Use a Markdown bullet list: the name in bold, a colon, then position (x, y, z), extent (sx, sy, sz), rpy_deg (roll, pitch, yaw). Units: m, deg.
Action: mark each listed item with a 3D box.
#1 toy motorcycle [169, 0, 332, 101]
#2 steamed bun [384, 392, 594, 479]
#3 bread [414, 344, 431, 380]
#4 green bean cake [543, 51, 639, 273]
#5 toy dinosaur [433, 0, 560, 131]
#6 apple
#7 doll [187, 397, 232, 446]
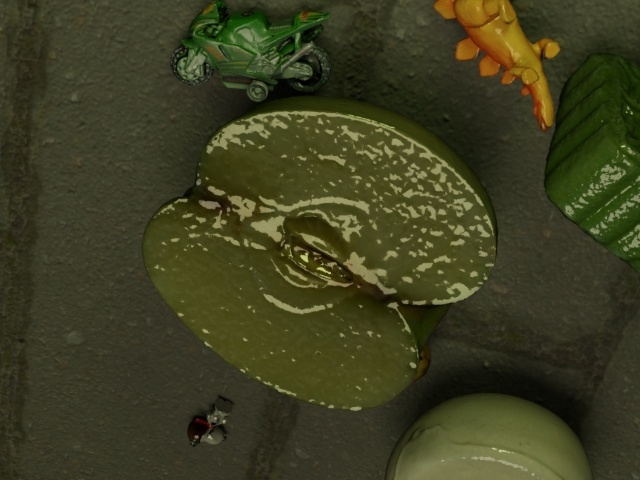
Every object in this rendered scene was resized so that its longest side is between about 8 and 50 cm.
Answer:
- **toy motorcycle**: position (-0.081, -0.220, 1.624), extent (0.190, 0.074, 0.106), rpy_deg (3, 120, 9)
- **steamed bun**: position (0.228, 0.315, 1.905), extent (0.283, 0.177, 0.283), rpy_deg (8, 129, 10)
- **bread**: position (0.058, 0.119, 1.865), extent (0.187, 0.065, 0.149), rpy_deg (32, 136, -9)
- **green bean cake**: position (0.346, -0.077, 1.536), extent (0.222, 0.248, 0.125), rpy_deg (34, 121, -20)
- **toy dinosaur**: position (0.176, -0.245, 1.531), extent (0.117, 0.070, 0.288), rpy_deg (-13, 106, 57)
- **apple**: position (0.000, 0.000, 1.642), extent (0.360, 0.320, 0.311), rpy_deg (31, 164, -6)
- **doll**: position (-0.159, 0.261, 2.034), extent (0.058, 0.040, 0.085), rpy_deg (5, 134, -9)
